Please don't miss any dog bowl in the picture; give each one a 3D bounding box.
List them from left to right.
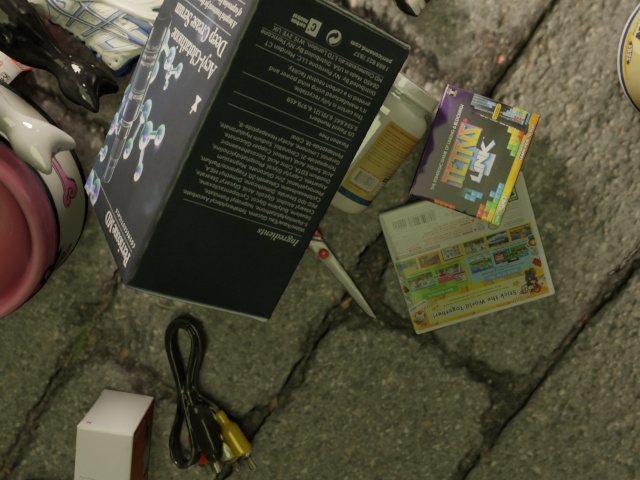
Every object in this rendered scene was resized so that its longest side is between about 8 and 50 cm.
[{"bbox_3d":[-0.552,-0.041,1.130,0.407,0.150,0.408,-3,123,-4],"label":"dog bowl"}]

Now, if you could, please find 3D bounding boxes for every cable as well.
[{"bbox_3d":[-0.207,0.266,1.321,0.139,0.072,0.287,-16,92,25],"label":"cable"}]

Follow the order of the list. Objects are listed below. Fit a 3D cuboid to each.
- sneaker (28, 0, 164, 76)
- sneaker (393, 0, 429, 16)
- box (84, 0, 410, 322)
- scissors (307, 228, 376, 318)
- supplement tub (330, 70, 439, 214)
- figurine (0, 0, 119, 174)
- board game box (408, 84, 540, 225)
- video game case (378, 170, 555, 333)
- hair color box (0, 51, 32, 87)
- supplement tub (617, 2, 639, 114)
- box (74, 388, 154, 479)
[{"bbox_3d":[-0.312,-0.301,1.127,0.296,0.112,0.131,9,106,1],"label":"sneaker"},{"bbox_3d":[0.102,-0.403,1.107,0.077,0.072,0.178,-41,108,1],"label":"sneaker"},{"bbox_3d":[-0.117,-0.150,1.034,0.211,0.293,0.396,17,108,-33],"label":"box"},{"bbox_3d":[0.000,0.000,1.238,0.297,0.021,0.109,38,102,-6],"label":"scissors"},{"bbox_3d":[0.060,-0.153,1.129,0.144,0.144,0.200,36,104,-7],"label":"supplement tub"},{"bbox_3d":[-0.394,-0.207,1.045,0.209,0.215,0.092,37,138,-19],"label":"figurine"},{"bbox_3d":[0.222,-0.124,1.161,0.141,0.048,0.170,19,97,2],"label":"board game box"},{"bbox_3d":[0.226,0.020,1.230,0.226,0.026,0.207,-17,104,7],"label":"video game case"},{"bbox_3d":[-0.508,-0.282,1.178,0.072,0.043,0.141,-40,99,12],"label":"hair color box"},{"bbox_3d":[0.527,-0.229,0.992,0.228,0.316,0.229,1,105,3],"label":"supplement tub"},{"bbox_3d":[-0.337,0.353,1.298,0.090,0.130,0.171,9,106,2],"label":"box"}]
